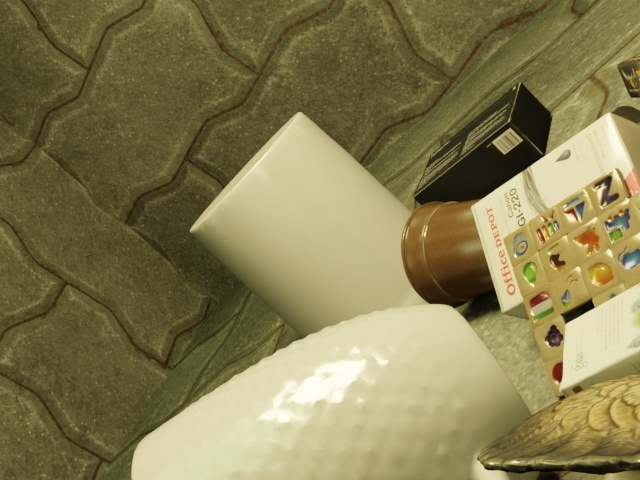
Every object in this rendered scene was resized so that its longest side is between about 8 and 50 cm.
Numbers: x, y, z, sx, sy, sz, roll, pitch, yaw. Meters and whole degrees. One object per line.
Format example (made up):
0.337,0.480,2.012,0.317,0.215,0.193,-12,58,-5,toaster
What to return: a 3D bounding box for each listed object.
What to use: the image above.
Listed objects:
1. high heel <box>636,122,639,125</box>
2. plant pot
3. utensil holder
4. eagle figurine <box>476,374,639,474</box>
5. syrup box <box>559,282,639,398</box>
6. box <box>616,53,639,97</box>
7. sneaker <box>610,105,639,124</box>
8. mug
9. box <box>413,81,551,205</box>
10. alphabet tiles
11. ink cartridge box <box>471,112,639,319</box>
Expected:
0.414,-0.091,0.843,0.261,0.093,0.186,-42,9,12,high heel
0.232,0.007,1.083,0.165,0.167,0.167,-19,29,55,plant pot
0.000,0.000,1.393,0.327,0.385,0.327,-45,11,11,utensil holder
0.231,0.078,0.398,0.225,0.298,0.226,-19,41,39,eagle figurine
0.319,0.074,0.607,0.237,0.096,0.093,-41,10,35,syrup box
0.512,-0.248,0.957,0.183,0.056,0.231,-26,9,8,box
0.417,-0.125,1.056,0.178,0.072,0.077,-39,-26,-35,sneaker
0.043,0.233,0.676,0.328,0.276,0.374,-33,19,-1,mug
0.326,-0.172,1.510,0.261,0.103,0.184,-40,16,38,box
0.305,0.026,0.766,0.237,0.009,0.198,-38,51,39,alphabet tiles
0.298,-0.020,0.875,0.218,0.092,0.159,-40,50,43,ink cartridge box
